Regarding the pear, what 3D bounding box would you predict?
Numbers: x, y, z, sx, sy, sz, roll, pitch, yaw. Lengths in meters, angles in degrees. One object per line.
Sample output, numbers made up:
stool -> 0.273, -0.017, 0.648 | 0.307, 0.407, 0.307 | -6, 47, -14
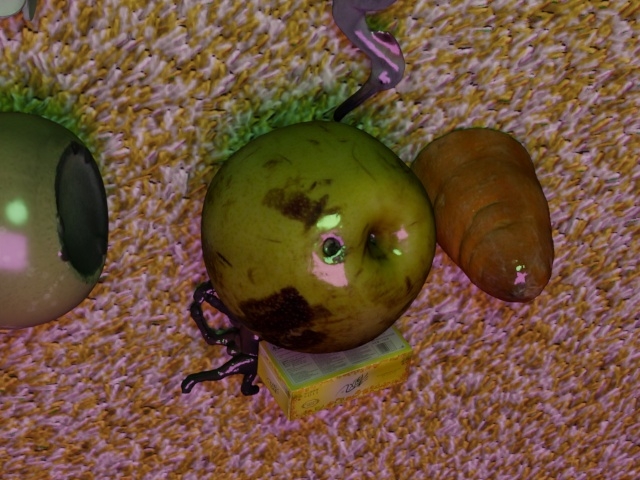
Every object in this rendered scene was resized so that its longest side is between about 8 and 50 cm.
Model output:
pear -> 0.000, 0.000, 1.608 | 0.283, 0.283, 0.283 | -4, 126, -5

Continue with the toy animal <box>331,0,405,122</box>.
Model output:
toy animal -> 0.051, -0.290, 1.523 | 0.195, 0.090, 0.324 | -13, 124, 19

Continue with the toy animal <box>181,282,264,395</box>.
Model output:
toy animal -> -0.092, 0.113, 1.799 | 0.148, 0.084, 0.232 | 8, 121, -14

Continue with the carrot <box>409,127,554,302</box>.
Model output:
carrot -> 0.202, -0.008, 1.669 | 0.159, 0.225, 0.159 | -6, 130, -7

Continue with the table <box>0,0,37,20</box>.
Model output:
table -> -0.384, -0.312, 1.417 | 0.198, 0.166, 0.166 | 8, 125, -4

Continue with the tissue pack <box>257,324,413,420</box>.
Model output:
tissue pack -> 0.017, 0.154, 1.796 | 0.176, 0.095, 0.062 | -18, 137, -23

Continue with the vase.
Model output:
vase -> -0.393, 0.003, 1.619 | 0.302, 0.241, 0.329 | -6, 153, 12
